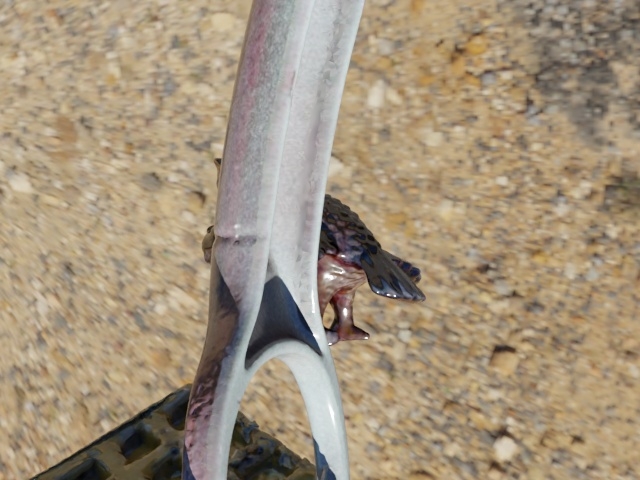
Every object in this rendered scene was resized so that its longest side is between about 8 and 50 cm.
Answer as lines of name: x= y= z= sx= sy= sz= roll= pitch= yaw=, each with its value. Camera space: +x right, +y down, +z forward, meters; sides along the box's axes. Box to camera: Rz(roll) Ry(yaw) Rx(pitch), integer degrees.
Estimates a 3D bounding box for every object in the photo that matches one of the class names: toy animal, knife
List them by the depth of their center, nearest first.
knife: x=-0.005 y=-0.038 z=0.449 sx=0.053 sy=0.123 sz=0.278 roll=10 pitch=93 yaw=18
toy animal: x=-0.005 y=-0.006 z=1.123 sx=0.218 sy=0.116 sz=0.179 roll=-3 pitch=62 yaw=-53

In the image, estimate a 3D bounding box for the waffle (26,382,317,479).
waffle: x=-0.168 y=0.284 z=1.226 sx=0.376 sy=0.261 sz=0.114 roll=-30 pitch=131 yaw=-32
